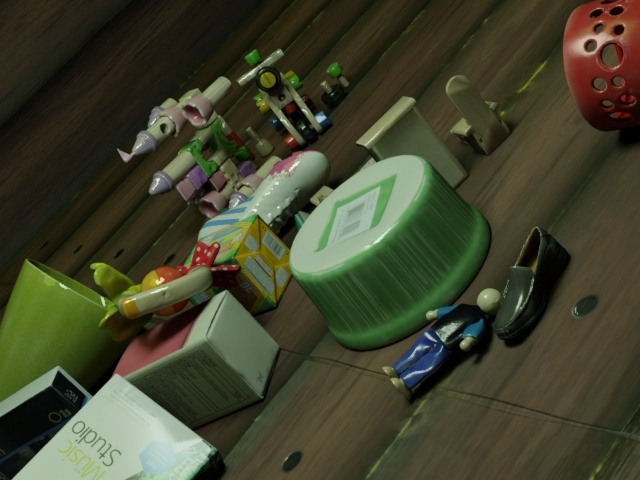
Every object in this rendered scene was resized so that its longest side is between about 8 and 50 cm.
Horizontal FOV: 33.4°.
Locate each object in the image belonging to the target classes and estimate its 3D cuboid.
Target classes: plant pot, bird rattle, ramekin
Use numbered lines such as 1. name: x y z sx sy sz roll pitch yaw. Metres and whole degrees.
1. plant pot: 0.465 -0.261 1.513 0.174 0.191 0.191 -8 39 40
2. plant pot: -0.553 0.230 2.174 0.293 0.274 0.275 -60 25 -4
3. bird rattle: -0.250 0.088 1.780 0.253 0.143 0.207 -12 7 -10
4. ramekin: 0.096 0.007 1.649 0.303 0.148 0.303 -34 24 17

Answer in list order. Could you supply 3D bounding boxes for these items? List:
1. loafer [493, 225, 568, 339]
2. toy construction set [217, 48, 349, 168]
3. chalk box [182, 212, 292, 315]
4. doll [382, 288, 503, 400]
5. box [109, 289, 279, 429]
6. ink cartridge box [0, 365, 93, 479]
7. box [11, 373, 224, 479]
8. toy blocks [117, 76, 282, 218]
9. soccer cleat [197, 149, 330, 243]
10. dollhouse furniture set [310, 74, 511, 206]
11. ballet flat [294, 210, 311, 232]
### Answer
1. loafer: 0.266 0.056 1.406 0.062 0.061 0.170 -11 38 48
2. toy construction set: -0.132 -0.332 2.499 0.309 0.237 0.257 -30 25 27
3. chalk box: -0.173 0.066 1.991 0.213 0.132 0.132 -24 28 38
4. doll: 0.170 0.130 1.446 0.189 0.046 0.129 -41 24 2
5. box: -0.208 0.209 1.765 0.232 0.148 0.127 -27 26 30
6. ink cartridge box: -0.556 0.375 1.995 0.332 0.165 0.065 -32 26 22
7. box: -0.336 0.381 1.602 0.232 0.058 0.322 30 65 29
8. toy blocks: -0.300 -0.164 2.396 0.309 0.289 0.260 -7 35 48
9. soccer cleat: -0.105 -0.045 2.138 0.331 0.116 0.143 -36 39 18
10. dollhouse furniture set: 0.114 -0.181 1.927 0.303 0.174 0.355 -44 23 -7
11. ballet flat: 0.000 0.000 1.942 0.068 0.072 0.213 -13 24 -4
